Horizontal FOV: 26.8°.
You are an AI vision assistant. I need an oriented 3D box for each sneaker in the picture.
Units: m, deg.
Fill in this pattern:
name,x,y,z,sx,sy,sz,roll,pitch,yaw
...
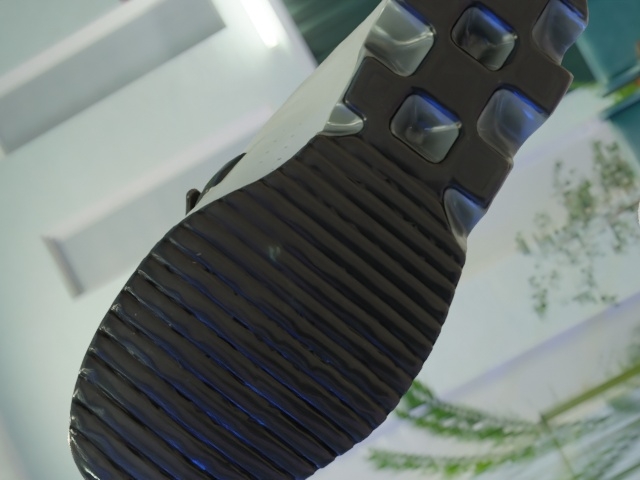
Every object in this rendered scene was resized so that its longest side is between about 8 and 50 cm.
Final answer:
name,x,y,z,sx,sy,sz,roll,pitch,yaw
sneaker,0.000,0.000,0.636,0.122,0.330,0.146,43,155,-6

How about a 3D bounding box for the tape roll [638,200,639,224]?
name,x,y,z,sx,sy,sz,roll,pitch,yaw
tape roll,0.224,-0.019,0.316,0.100,0.286,0.286,68,-170,22
